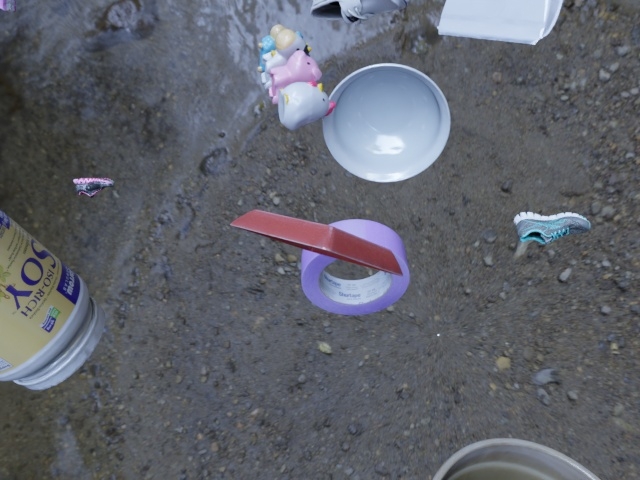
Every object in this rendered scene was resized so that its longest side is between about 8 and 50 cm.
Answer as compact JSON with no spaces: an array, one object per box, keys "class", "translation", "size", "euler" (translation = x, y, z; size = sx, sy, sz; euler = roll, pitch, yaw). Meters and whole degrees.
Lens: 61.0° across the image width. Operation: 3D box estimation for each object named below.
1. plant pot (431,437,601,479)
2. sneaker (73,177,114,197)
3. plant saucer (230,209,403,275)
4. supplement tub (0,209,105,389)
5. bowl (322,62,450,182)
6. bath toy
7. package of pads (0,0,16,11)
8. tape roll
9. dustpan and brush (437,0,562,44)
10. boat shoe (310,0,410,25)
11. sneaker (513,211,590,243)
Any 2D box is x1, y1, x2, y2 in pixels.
[{"class":"plant pot","translation":[0.264,0.503,0.782],"size":[0.323,0.323,0.280],"euler":[26,131,15]},{"class":"sneaker","translation":[-0.639,-0.149,1.540],"size":[0.120,0.047,0.057],"euler":[1,98,11]},{"class":"plant saucer","translation":[0.000,0.000,1.062],"size":[0.259,0.259,0.047],"euler":[14,87,41]},{"class":"supplement tub","translation":[-0.586,0.105,0.989],"size":[0.241,0.331,0.241],"euler":[-18,43,17]},{"class":"bowl","translation":[0.160,-0.301,1.319],"size":[0.298,0.134,0.297],"euler":[5,126,6]},{"class":"bath toy","translation":[-0.058,-0.393,1.296],"size":[0.129,0.151,0.348],"euler":[-4,44,-16]},{"class":"package of pads","translation":[-0.632,-0.485,1.063],"size":[0.083,0.032,0.050],"euler":[29,119,19]},{"class":"tape roll","translation":[0.088,0.075,1.402],"size":[0.275,0.274,0.090],"euler":[-11,43,10]},{"class":"dustpan and brush","translation":[0.242,-0.348,0.663],"size":[0.147,0.060,0.211],"euler":[24,108,38]},{"class":"boat shoe","translation":[0.079,-0.521,1.196],"size":[0.268,0.096,0.088],"euler":[24,88,38]},{"class":"sneaker","translation":[0.541,-0.021,1.275],"size":[0.167,0.065,0.076],"euler":[0,51,22]}]
